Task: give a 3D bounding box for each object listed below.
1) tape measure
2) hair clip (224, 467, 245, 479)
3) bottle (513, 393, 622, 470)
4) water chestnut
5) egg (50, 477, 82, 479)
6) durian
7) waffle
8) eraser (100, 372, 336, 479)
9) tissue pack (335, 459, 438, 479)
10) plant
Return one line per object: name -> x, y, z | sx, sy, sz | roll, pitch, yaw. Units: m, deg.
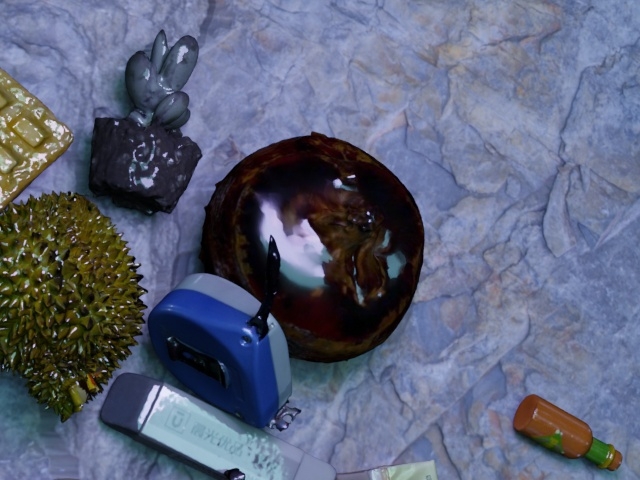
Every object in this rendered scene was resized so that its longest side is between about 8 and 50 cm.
tape measure -> -0.138, 0.102, 1.519 | 0.215, 0.351, 0.098 | 23, 50, 25
hair clip -> -0.089, 0.485, 1.569 | 0.101, 0.085, 0.330 | -26, 94, -19
bottle -> 0.405, 0.318, 1.822 | 0.187, 0.069, 0.069 | 28, 68, -10
water chestnut -> 0.000, 0.000, 1.630 | 0.351, 0.302, 0.350 | 4, 79, -20
egg -> -0.349, 0.427, 1.454 | 0.186, 0.186, 0.241 | 29, 67, -11
durian -> -0.357, 0.082, 1.519 | 0.258, 0.258, 0.292 | -33, 107, -24
waffle -> -0.502, -0.109, 1.611 | 0.168, 0.057, 0.274 | 43, 67, -6
eraser -> -0.146, 0.296, 1.632 | 0.352, 0.061, 0.089 | 28, 69, -12
tissue pack -> 0.109, 0.443, 1.631 | 0.125, 0.159, 0.234 | -6, 78, -21
plant -> -0.245, -0.177, 1.672 | 0.149, 0.146, 0.274 | 41, 54, -55
